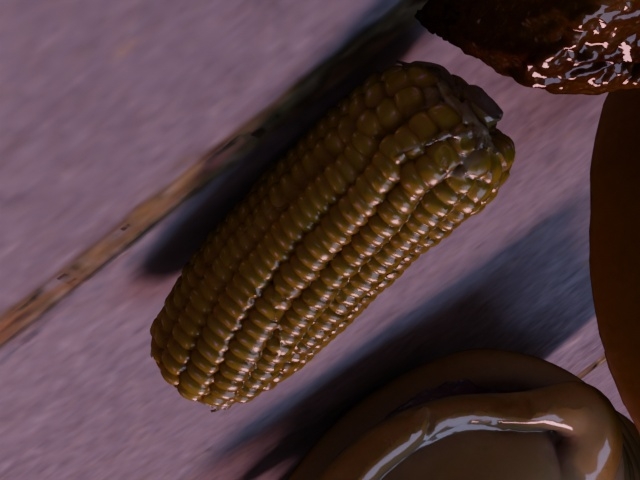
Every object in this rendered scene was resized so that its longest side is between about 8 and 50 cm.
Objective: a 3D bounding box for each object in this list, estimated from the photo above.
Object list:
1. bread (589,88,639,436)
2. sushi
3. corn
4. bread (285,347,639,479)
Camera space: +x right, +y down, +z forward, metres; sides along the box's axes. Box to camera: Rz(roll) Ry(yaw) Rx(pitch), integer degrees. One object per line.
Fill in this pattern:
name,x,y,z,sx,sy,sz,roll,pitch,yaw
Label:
bread,0.182,-0.023,0.438,0.269,0.195,0.142,-33,173,-3
sushi,0.068,-0.060,0.365,0.099,0.047,0.050,-16,148,-9
corn,0.000,0.000,0.400,0.092,0.037,0.037,-46,161,25
bread,0.044,0.094,0.674,0.134,0.081,0.225,-43,162,3
